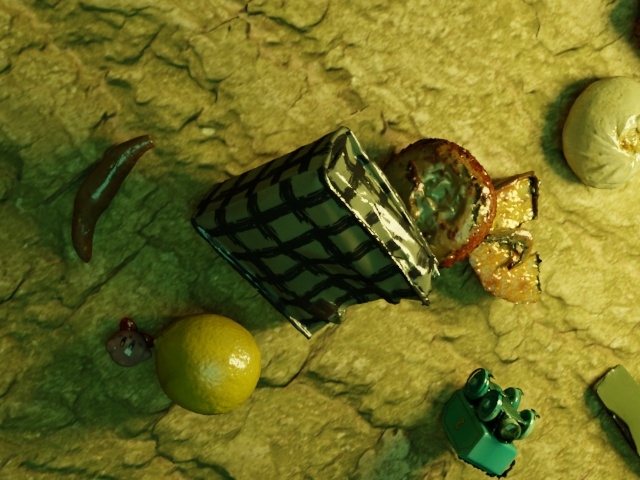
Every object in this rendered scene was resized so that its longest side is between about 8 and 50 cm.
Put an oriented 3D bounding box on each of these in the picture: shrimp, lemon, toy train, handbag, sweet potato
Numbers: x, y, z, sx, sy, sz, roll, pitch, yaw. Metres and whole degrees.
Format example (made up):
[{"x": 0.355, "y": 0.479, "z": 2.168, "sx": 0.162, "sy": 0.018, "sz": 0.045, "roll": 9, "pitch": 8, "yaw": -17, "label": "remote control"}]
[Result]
[{"x": 0.347, "y": 0.017, "z": 1.605, "sx": 0.114, "sy": 0.023, "sz": 0.083, "roll": -2, "pitch": 104, "yaw": -12, "label": "shrimp"}, {"x": -0.203, "y": 0.217, "z": 1.518, "sx": 0.203, "sy": 0.178, "sz": 0.178, "roll": 25, "pitch": 95, "yaw": -21, "label": "lemon"}, {"x": 0.326, "y": 0.356, "z": 1.687, "sx": 0.112, "sy": 0.203, "sz": 0.163, "roll": 33, "pitch": 102, "yaw": -15, "label": "toy train"}, {"x": 0.000, "y": 0.000, "z": 1.455, "sx": 0.327, "sy": 0.325, "sz": 0.162, "roll": 51, "pitch": 44, "yaw": -23, "label": "handbag"}, {"x": -0.373, "y": -0.080, "z": 1.463, "sx": 0.078, "sy": 0.058, "sz": 0.255, "roll": 23, "pitch": 101, "yaw": -40, "label": "sweet potato"}]

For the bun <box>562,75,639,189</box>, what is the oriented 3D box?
[{"x": 0.575, "y": -0.205, "z": 1.657, "sx": 0.222, "sy": 0.127, "sz": 0.222, "roll": -3, "pitch": 101, "yaw": -16, "label": "bun"}]

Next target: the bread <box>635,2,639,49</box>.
[{"x": 0.715, "y": -0.427, "z": 1.637, "sx": 0.232, "sy": 0.135, "sz": 0.246, "roll": -18, "pitch": 107, "yaw": -10, "label": "bread"}]

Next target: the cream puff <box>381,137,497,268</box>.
[{"x": 0.203, "y": -0.061, "z": 1.556, "sx": 0.240, "sy": 0.164, "sz": 0.240, "roll": -1, "pitch": 85, "yaw": 13, "label": "cream puff"}]

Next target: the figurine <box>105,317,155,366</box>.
[{"x": -0.341, "y": 0.192, "z": 1.530, "sx": 0.083, "sy": 0.071, "sz": 0.067, "roll": 32, "pitch": 135, "yaw": -12, "label": "figurine"}]

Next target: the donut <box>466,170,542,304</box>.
[{"x": 0.340, "y": -0.005, "z": 1.654, "sx": 0.152, "sy": 0.101, "sz": 0.259, "roll": -7, "pitch": 106, "yaw": -13, "label": "donut"}]

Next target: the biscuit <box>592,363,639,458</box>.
[{"x": 0.699, "y": 0.402, "z": 1.884, "sx": 0.099, "sy": 0.038, "sz": 0.322, "roll": -42, "pitch": 109, "yaw": -6, "label": "biscuit"}]
